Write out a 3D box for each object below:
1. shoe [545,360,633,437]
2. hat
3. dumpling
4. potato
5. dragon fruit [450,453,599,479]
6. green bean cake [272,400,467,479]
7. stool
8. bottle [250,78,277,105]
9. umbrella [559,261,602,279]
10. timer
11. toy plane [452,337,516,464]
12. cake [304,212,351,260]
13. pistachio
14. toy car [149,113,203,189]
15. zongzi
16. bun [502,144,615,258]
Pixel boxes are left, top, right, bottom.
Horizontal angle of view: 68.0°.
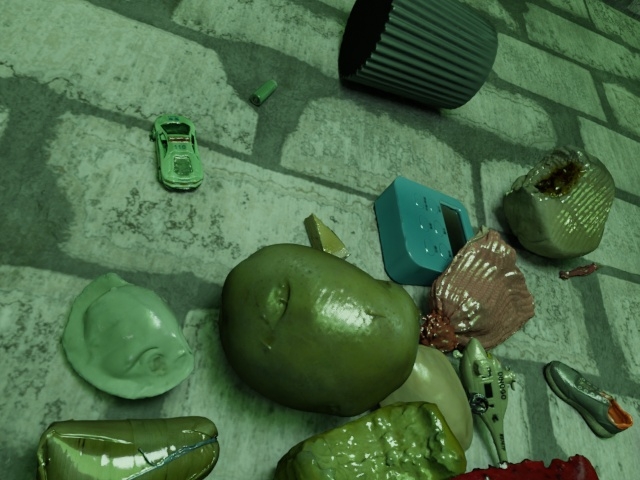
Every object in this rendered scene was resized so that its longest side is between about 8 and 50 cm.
[{"bbox_3d":[0.569,0.326,1.002,0.074,0.077,0.194,-35,79,-35],"label":"shoe"},{"bbox_3d":[0.303,0.133,0.967,0.286,0.107,0.236,-36,98,-20],"label":"hat"},{"bbox_3d":[-0.286,0.146,0.725,0.219,0.152,0.108,42,11,17],"label":"dumpling"},{"bbox_3d":[-0.010,0.143,0.751,0.327,0.221,0.243,24,68,3],"label":"potato"},{"bbox_3d":[0.333,0.496,0.746,0.344,0.100,0.281,-4,77,-11],"label":"dragon fruit"},{"bbox_3d":[0.057,0.329,0.679,0.236,0.233,0.124,-10,60,-29],"label":"green bean cake"},{"bbox_3d":[0.258,-0.516,1.251,0.330,0.297,0.297,14,56,-21],"label":"stool"},{"bbox_3d":[-0.133,-0.354,1.128,0.030,0.030,0.083,34,52,-2],"label":"bottle"},{"bbox_3d":[0.682,0.079,1.238,0.165,0.025,0.027,-10,83,-27],"label":"umbrella"},{"bbox_3d":[0.259,-0.015,1.066,0.250,0.091,0.231,8,58,-24],"label":"timer"},{"bbox_3d":[0.318,0.321,0.872,0.108,0.092,0.286,-9,81,-1],"label":"toy plane"},{"bbox_3d":[0.000,0.000,0.960,0.065,0.052,0.121,-33,78,-33],"label":"cake"},{"bbox_3d":[0.180,0.272,0.836,0.152,0.126,0.223,-38,88,-15],"label":"pistachio"},{"bbox_3d":[-0.285,-0.183,0.940,0.094,0.058,0.186,-4,63,-24],"label":"toy car"},{"bbox_3d":[-0.242,0.357,0.604,0.228,0.115,0.255,7,64,-26],"label":"zongzi"},{"bbox_3d":[0.579,-0.087,1.180,0.282,0.205,0.281,-3,100,-20],"label":"bun"}]
